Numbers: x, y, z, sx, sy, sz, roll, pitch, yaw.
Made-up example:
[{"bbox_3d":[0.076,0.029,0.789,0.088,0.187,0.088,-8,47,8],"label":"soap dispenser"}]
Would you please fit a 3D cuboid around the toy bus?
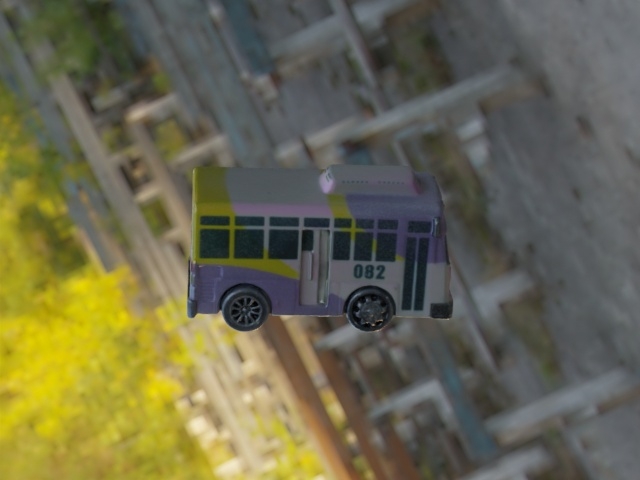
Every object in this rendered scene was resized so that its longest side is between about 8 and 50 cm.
[{"bbox_3d":[0.000,0.000,0.725,0.052,0.102,0.058,-98,10,-68],"label":"toy bus"}]
